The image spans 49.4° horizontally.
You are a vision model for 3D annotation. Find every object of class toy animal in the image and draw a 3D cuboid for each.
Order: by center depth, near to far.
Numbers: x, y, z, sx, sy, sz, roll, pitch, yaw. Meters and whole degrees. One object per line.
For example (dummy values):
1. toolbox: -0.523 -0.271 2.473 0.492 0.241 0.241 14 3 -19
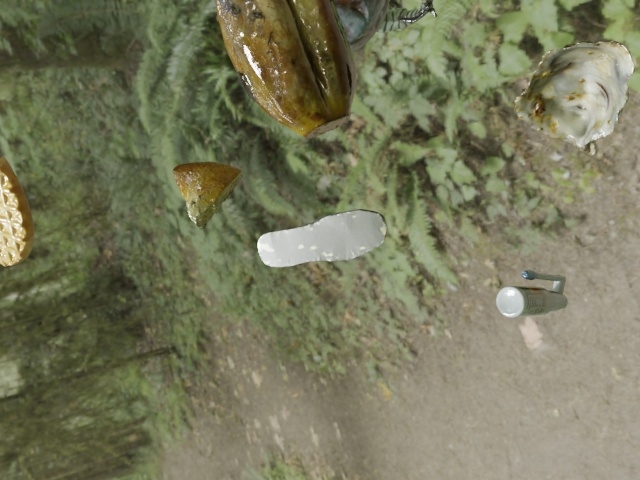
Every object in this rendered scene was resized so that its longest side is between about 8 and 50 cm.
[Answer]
1. toy animal: 0.170 -0.555 1.733 0.176 0.217 0.073 -130 28 -70

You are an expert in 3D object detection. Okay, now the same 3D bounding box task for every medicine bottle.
1. medicine bottle: 0.433 0.107 1.392 0.061 0.221 0.092 9 92 43

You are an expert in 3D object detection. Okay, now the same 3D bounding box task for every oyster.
1. oyster: 0.501 -0.288 1.404 0.396 0.204 0.110 67 -137 -69

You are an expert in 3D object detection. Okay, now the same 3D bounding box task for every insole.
1. insole: 0.000 0.000 1.170 0.248 0.011 0.081 -11 99 28

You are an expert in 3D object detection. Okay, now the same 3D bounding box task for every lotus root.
1. lotus root: -0.049 -0.295 1.065 0.290 0.193 0.193 67 165 -15

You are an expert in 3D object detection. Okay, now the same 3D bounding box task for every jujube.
1. jujube: 0.015 -0.484 1.323 0.215 0.247 0.307 84 -159 -62

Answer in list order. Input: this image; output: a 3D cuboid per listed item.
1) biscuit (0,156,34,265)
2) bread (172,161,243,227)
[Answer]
1. biscuit: -0.659 -0.043 1.393 0.309 0.040 0.204 -14 105 44
2. bread: -0.222 -0.115 1.426 0.054 0.136 0.154 70 176 -69
